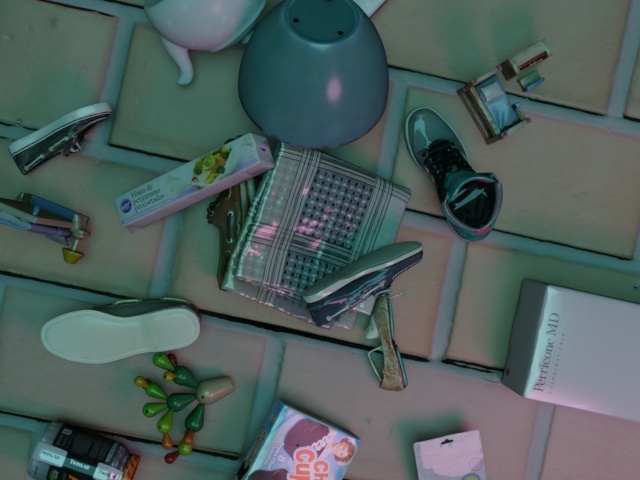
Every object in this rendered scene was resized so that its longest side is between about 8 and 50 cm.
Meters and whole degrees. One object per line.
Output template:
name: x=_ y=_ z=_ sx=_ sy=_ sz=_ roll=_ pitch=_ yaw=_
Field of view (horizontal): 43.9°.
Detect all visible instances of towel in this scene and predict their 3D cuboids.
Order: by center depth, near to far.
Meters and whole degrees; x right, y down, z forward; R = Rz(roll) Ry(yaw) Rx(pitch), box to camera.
towel: x=0.000 y=0.000 z=1.541 sx=0.312 sy=0.056 sz=0.324 roll=21 pitch=91 yaw=-26

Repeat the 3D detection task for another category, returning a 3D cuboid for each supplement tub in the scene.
supplement tub: x=-0.457 y=0.434 z=1.548 sx=0.191 sy=0.117 sz=0.116 roll=20 pitch=90 yaw=-3

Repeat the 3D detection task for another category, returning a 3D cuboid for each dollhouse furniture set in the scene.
dollhouse furniture set: x=-0.621 y=-0.005 z=1.443 sx=0.304 sy=0.286 sz=0.198 roll=20 pitch=91 yaw=8
dollhouse furniture set: x=0.391 y=-0.295 z=1.565 sx=0.184 sy=0.129 sz=0.129 roll=-31 pitch=93 yaw=-2

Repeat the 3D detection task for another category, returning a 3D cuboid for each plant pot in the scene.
plant pot: x=-0.006 y=-0.340 z=1.451 sx=0.291 sy=0.195 sz=0.290 roll=2 pitch=62 yaw=-4

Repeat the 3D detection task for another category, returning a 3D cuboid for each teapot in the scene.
teapot: x=-0.189 y=-0.451 z=1.498 sx=0.187 sy=0.256 sz=0.252 roll=42 pitch=60 yaw=-30

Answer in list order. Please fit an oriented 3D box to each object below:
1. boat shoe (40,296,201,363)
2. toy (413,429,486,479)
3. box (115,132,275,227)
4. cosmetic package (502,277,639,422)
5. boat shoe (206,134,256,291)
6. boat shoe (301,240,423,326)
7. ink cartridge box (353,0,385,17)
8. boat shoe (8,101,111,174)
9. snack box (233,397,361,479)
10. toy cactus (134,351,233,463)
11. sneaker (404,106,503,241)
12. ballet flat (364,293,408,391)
boat shoe: x=-0.386 y=0.171 z=1.559 sx=0.305 sy=0.091 sz=0.109 roll=-5 pitch=104 yaw=-2
toy: x=0.267 y=0.501 z=1.618 sx=0.137 sy=0.056 sz=0.237 roll=-11 pitch=97 yaw=-6
box: x=-0.241 y=-0.110 z=1.503 sx=0.324 sy=0.067 sz=0.063 roll=-22 pitch=77 yaw=23
cosmetic package: x=0.618 y=0.235 z=1.577 sx=0.454 sy=0.161 sz=0.229 roll=11 pitch=91 yaw=-3
boat shoe: x=-0.172 y=-0.049 z=1.552 sx=0.105 sy=0.111 sz=0.307 roll=-7 pitch=92 yaw=-4
boat shoe: x=0.090 y=0.081 z=1.518 sx=0.255 sy=0.095 sz=0.079 roll=-28 pitch=105 yaw=-15
ink cartridge box: x=0.081 y=-0.611 z=1.572 sx=0.261 sy=0.066 sz=0.296 roll=44 pitch=89 yaw=-3
boat shoe: x=-0.498 y=-0.198 z=1.553 sx=0.219 sy=0.078 sz=0.070 roll=-26 pitch=92 yaw=6
snack box: x=-0.075 y=0.495 z=1.568 sx=0.187 sy=0.060 sz=0.321 roll=29 pitch=86 yaw=-19
toy cactus: x=-0.264 y=0.317 z=1.577 sx=0.181 sy=0.112 sz=0.218 roll=-16 pitch=90 yaw=-21
sneaker: x=0.258 y=-0.130 z=1.538 sx=0.124 sy=0.178 sz=0.295 roll=-28 pitch=93 yaw=-2
ballet flat: x=0.125 y=0.206 z=1.597 sx=0.067 sy=0.073 sz=0.206 roll=-11 pitch=90 yaw=6
